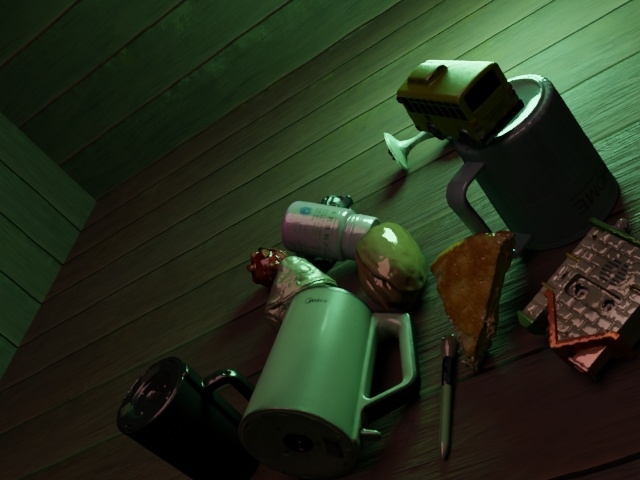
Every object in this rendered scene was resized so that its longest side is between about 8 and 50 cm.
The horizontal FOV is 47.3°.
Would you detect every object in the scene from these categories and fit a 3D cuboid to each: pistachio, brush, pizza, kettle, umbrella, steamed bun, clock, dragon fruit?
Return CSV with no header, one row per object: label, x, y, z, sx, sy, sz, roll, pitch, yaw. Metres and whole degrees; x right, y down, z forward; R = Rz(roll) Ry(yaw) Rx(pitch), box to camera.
pistachio,0.177,0.056,1.829,0.293,0.181,0.162,-97,22,-60
brush,0.257,0.309,1.496,0.039,0.042,0.299,6,45,10
pizza,0.324,0.132,1.546,0.280,0.075,0.288,164,109,-64
kettle,0.041,0.299,1.612,0.361,0.250,0.377,-4,39,19
umbrella,-0.001,0.002,2.189,0.143,0.094,0.349,-11,42,34
kettle,-0.279,0.421,1.727,0.262,0.308,0.203,-51,29,-16
steamed bun,-0.028,0.166,1.881,0.144,0.211,0.218,6,62,42
clock,0.521,0.117,1.348,0.255,0.106,0.220,-50,39,1
dragon fruit,-0.150,0.086,2.228,0.166,0.136,0.133,-1,80,46

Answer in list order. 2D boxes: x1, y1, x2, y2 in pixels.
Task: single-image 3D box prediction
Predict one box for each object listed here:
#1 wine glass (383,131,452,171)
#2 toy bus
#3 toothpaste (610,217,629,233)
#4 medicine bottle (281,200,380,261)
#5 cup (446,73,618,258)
wine glass,0.351,-0.338,2.178,0.321,0.143,0.143,-28,31,18
toy bus,0.281,-0.298,1.535,0.128,0.150,0.262,-45,28,-8
toothpaste,0.557,0.054,1.474,0.078,0.047,0.248,16,64,51
medicine bottle,0.031,-0.021,2.037,0.254,0.152,0.152,10,52,23
cup,0.441,-0.157,1.626,0.331,0.311,0.257,-35,28,12
